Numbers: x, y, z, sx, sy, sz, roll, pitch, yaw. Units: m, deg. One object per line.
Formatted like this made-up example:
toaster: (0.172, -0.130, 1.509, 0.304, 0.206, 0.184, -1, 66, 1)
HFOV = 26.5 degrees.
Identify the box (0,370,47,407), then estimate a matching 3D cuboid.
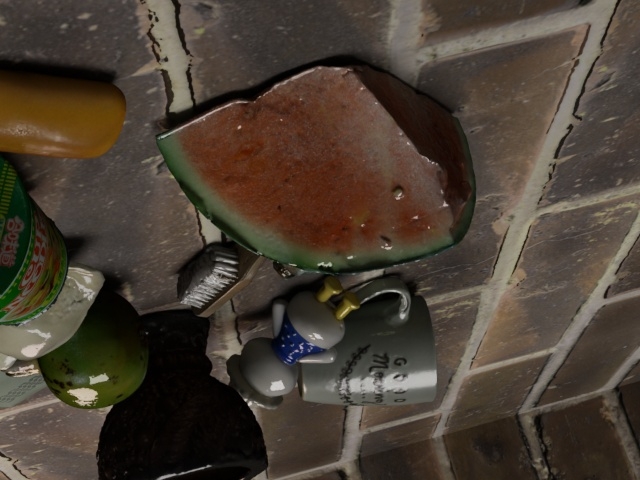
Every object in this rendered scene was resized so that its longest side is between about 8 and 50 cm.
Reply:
box: (-0.473, 0.192, 2.099, 0.270, 0.045, 0.211, -31, 156, 35)

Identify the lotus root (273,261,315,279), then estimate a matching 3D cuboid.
lotus root: (0.000, 0.000, 1.888, 0.192, 0.088, 0.113, -33, 175, 42)

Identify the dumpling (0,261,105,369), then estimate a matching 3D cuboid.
dumpling: (-0.393, 0.080, 1.781, 0.215, 0.126, 0.166, -16, 139, 43)

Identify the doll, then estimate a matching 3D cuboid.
doll: (-0.053, 0.177, 2.238, 0.293, 0.138, 0.119, -48, -178, 22)

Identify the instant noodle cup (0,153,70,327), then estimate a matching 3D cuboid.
instant noodle cup: (-0.380, 0.006, 1.491, 0.207, 0.207, 0.233, -18, 169, 4)

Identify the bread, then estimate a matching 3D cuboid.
bread: (-0.306, -0.124, 1.339, 0.239, 0.074, 0.092, 2, 158, -41)

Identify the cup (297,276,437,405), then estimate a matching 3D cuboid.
cup: (0.074, 0.170, 2.339, 0.234, 0.186, 0.258, -5, 129, -7)

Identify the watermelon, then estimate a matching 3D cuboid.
watermelon: (0.021, -0.052, 1.588, 0.292, 0.222, 0.319, -26, 159, 14)

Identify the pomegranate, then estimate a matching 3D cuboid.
pomegranate: (-0.349, 0.159, 1.925, 0.209, 0.180, 0.180, -14, 160, -1)

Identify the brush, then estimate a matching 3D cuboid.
brush: (-0.109, 0.015, 1.895, 0.065, 0.070, 0.327, 12, 146, -35)

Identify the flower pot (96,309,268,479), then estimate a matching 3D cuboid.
flower pot: (-0.240, 0.267, 2.162, 0.266, 0.267, 0.266, -15, 162, -5)
